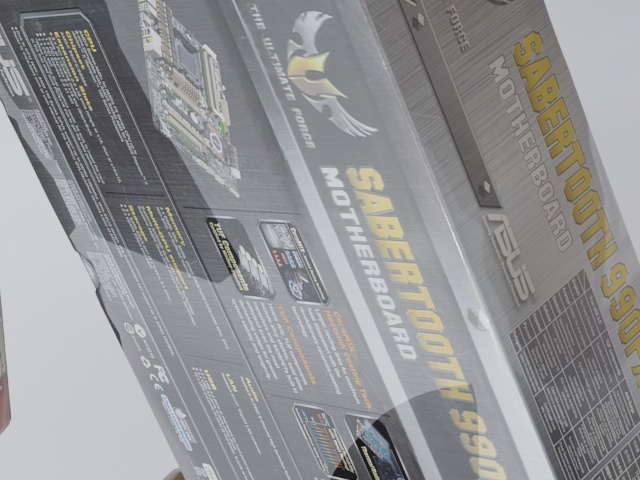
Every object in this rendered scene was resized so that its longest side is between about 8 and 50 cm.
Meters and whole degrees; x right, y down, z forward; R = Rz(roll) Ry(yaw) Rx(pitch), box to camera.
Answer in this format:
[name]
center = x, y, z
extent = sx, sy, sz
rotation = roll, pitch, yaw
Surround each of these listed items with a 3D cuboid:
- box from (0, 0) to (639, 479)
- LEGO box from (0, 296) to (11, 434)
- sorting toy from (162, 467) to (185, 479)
[box]
center = 0.000, 0.000, 0.496
extent = 0.056, 0.231, 0.183
rotation = -39, -154, -32
[LEGO box]
center = -0.574, 0.136, 1.519
extent = 0.500, 0.193, 0.372
rotation = 7, -154, 15
[sorting toy]
center = -0.063, 0.298, 0.904
extent = 0.257, 0.255, 0.089
rotation = -45, -159, -27
